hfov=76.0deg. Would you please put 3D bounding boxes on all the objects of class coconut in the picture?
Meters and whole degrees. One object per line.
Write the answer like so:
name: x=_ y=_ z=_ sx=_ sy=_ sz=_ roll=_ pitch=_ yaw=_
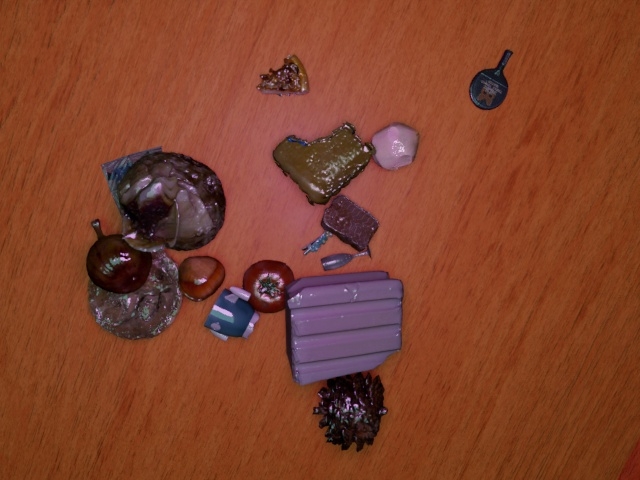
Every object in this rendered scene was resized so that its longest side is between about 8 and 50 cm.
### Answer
coconut: x=0.285 y=-0.349 z=1.515 sx=0.183 sy=0.171 sz=0.170 roll=-15 pitch=102 yaw=41

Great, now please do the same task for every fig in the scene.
fig: x=-0.742 y=0.034 z=1.475 sx=0.217 sy=0.217 sz=0.321 roll=-43 pitch=61 yaw=3

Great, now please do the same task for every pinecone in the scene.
pinecone: x=0.116 y=0.669 z=1.620 sx=0.296 sy=0.242 sz=0.298 roll=4 pitch=77 yaw=-3

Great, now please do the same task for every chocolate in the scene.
chocolate: x=0.106 y=-0.064 z=1.580 sx=0.214 sy=0.093 sz=0.148 roll=35 pitch=68 yaw=-3

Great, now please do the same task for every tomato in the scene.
tomato: x=-0.205 y=0.184 z=1.615 sx=0.225 sy=0.085 sz=0.225 roll=0 pitch=96 yaw=-1

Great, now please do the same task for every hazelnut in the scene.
hazelnut: x=-0.457 y=0.137 z=1.557 sx=0.182 sy=0.182 sz=0.182 roll=-1 pitch=98 yaw=-4

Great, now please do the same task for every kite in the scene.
kite: x=-0.689 y=-0.216 z=1.562 sx=0.314 sy=0.011 sz=0.335 roll=28 pitch=96 yaw=-7

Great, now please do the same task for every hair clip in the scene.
hair clip: x=0.001 y=0.001 z=1.626 sx=0.173 sy=0.049 sz=0.049 roll=-41 pitch=98 yaw=1

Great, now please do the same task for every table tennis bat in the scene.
table tennis bat: x=0.672 y=-0.623 z=1.589 sx=0.150 sy=0.027 sz=0.236 roll=26 pitch=98 yaw=-7

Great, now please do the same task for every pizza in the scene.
pizza: x=-0.146 y=-0.596 z=1.514 sx=0.194 sy=0.069 sz=0.154 roll=-21 pitch=100 yaw=-2

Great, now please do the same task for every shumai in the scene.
shumai: x=-0.531 y=-0.140 z=1.413 sx=0.395 sy=0.348 sz=0.395 roll=0 pitch=93 yaw=-7

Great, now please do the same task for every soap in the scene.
soap: x=0.084 y=0.307 z=1.552 sx=0.435 sy=0.213 sz=0.350 roll=-7 pitch=99 yaw=-12

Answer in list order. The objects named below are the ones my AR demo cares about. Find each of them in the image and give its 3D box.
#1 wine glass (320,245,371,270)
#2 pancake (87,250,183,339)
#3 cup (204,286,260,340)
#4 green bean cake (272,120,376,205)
wine glass: x=0.101 y=0.071 z=1.627 sx=0.198 sy=0.066 sz=0.066 roll=-16 pitch=99 yaw=-2
pancake: x=-0.710 y=0.192 z=1.581 sx=0.387 sy=0.082 sz=0.386 roll=0 pitch=90 yaw=-3
cup: x=-0.331 y=0.293 z=1.577 sx=0.173 sy=0.167 sz=0.299 roll=27 pitch=126 yaw=-5
green bean cake: x=0.012 y=-0.309 z=1.514 sx=0.310 sy=0.202 sz=0.285 roll=-39 pitch=86 yaw=1
